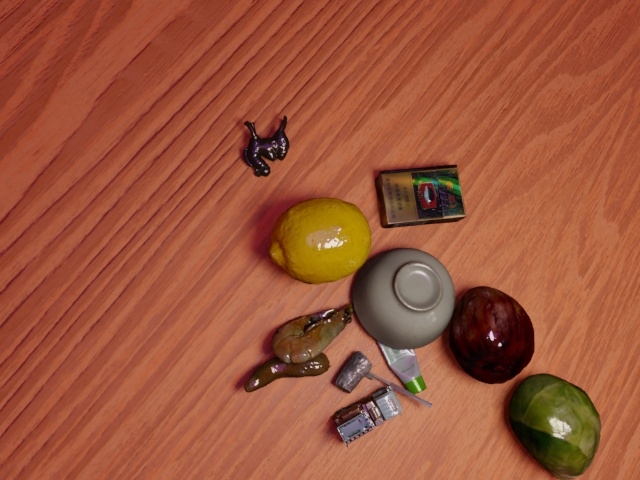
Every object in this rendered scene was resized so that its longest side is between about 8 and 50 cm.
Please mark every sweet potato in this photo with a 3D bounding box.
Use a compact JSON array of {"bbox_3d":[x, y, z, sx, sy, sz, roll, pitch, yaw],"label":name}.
[{"bbox_3d":[-0.089,0.332,1.452,0.232,0.081,0.062,-12,108,-14],"label":"sweet potato"}]

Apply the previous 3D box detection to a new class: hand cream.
[{"bbox_3d":[0.205,0.284,1.533,0.079,0.050,0.275,-17,75,-40],"label":"hand cream"}]

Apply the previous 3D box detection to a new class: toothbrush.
[{"bbox_3d":[0.204,0.393,1.490,0.194,0.014,0.017,23,104,15],"label":"toothbrush"}]

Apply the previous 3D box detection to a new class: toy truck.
[{"bbox_3d":[0.124,0.446,1.434,0.177,0.115,0.080,-28,84,-6],"label":"toy truck"}]

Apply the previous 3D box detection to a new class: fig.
[{"bbox_3d":[0.449,0.247,1.495,0.223,0.224,0.263,0,77,-9],"label":"fig"}]

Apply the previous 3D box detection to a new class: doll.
[{"bbox_3d":[-0.151,-0.263,1.582,0.138,0.057,0.165,-6,88,-13],"label":"doll"}]

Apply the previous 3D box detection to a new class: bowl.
[{"bbox_3d":[0.241,0.138,1.495,0.288,0.146,0.290,3,70,-10],"label":"bowl"}]

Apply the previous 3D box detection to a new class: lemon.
[{"bbox_3d":[0.000,0.000,1.460,0.288,0.233,0.234,-13,80,-16],"label":"lemon"}]

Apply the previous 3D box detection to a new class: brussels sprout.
[{"bbox_3d":[0.618,0.491,1.470,0.210,0.219,0.272,-32,105,-23],"label":"brussels sprout"}]

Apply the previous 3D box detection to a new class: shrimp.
[{"bbox_3d":[-0.013,0.233,1.478,0.267,0.145,0.061,-31,129,-26],"label":"shrimp"}]

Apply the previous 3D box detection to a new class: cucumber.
[{"bbox_3d":[0.085,0.349,1.485,0.064,0.064,0.112,43,78,1],"label":"cucumber"}]

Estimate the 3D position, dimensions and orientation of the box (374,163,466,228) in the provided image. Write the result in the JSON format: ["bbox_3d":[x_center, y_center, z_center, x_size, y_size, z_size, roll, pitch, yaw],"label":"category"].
[{"bbox_3d":[0.287,-0.125,1.616,0.239,0.071,0.160,-6,77,-10],"label":"box"}]
